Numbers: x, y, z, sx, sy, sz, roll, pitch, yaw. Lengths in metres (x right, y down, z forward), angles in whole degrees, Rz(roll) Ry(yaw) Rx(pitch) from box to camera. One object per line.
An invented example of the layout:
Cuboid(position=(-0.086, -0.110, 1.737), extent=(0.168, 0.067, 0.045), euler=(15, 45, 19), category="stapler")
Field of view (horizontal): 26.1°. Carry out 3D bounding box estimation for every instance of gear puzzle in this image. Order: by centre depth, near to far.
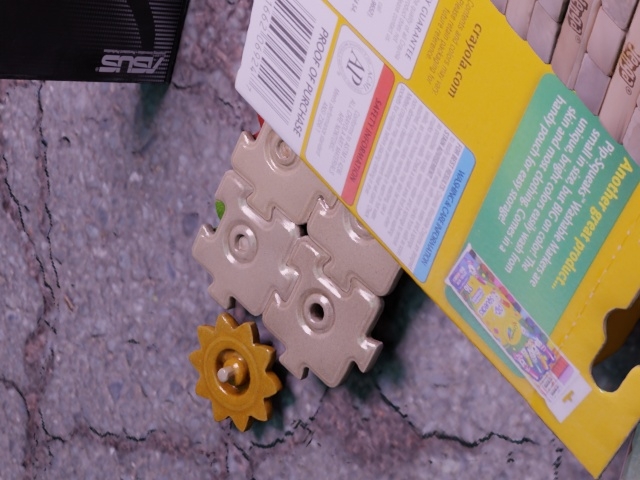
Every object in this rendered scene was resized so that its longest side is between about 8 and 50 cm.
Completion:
Cuboid(position=(0.000, 0.000, 0.942), extent=(0.175, 0.044, 0.339), euler=(41, 121, 27), category="gear puzzle")

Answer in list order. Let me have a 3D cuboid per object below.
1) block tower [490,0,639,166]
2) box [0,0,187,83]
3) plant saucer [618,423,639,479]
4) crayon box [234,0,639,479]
Cuboid(position=(0.184, -0.057, 0.550), extent=(0.335, 0.097, 0.091), euler=(56, 162, 26), category="block tower")
Cuboid(position=(-0.165, -0.201, 0.956), extent=(0.045, 0.190, 0.184), euler=(26, 109, 36), category="box")
Cuboid(position=(0.207, 0.141, 0.664), extent=(0.050, 0.310, 0.311), euler=(14, 107, -2), category="plant saucer")
Cuboid(position=(0.094, -0.059, 0.729), extent=(0.323, 0.083, 0.203), euler=(49, 146, 23), category="crayon box")
